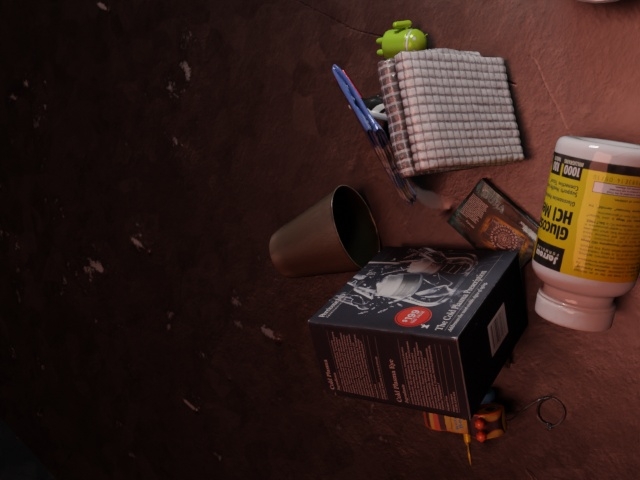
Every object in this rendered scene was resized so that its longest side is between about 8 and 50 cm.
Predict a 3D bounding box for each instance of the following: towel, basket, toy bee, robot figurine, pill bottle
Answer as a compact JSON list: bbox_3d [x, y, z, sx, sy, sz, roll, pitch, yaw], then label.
[{"bbox_3d":[0.115,-0.213,1.448,0.034,0.285,0.209,-30,55,6],"label":"towel"},{"bbox_3d":[0.251,-0.247,1.369,0.121,0.283,0.235,-16,85,54],"label":"towel"},{"bbox_3d":[0.000,0.000,1.655,0.226,0.154,0.205,-20,90,39],"label":"basket"},{"bbox_3d":[0.328,0.364,1.478,0.298,0.162,0.195,-33,77,34],"label":"toy bee"},{"bbox_3d":[0.178,-0.421,1.509,0.115,0.067,0.101,9,113,33],"label":"robot figurine"},{"bbox_3d":[0.496,-0.014,1.282,0.187,0.188,0.334,16,106,32],"label":"pill bottle"}]

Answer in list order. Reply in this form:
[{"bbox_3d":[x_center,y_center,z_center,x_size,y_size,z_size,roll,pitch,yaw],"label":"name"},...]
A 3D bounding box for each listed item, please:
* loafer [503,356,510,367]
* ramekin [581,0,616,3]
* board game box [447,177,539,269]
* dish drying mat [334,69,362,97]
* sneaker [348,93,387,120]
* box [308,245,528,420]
[{"bbox_3d":[0.330,0.261,1.521,0.170,0.062,0.061,-18,92,36],"label":"loafer"},{"bbox_3d":[0.512,-0.552,1.214,0.272,0.127,0.273,10,108,33],"label":"ramekin"},{"bbox_3d":[0.371,-0.025,1.465,0.186,0.026,0.126,46,120,20],"label":"board game box"},{"bbox_3d":[0.064,-0.356,1.634,0.032,0.008,0.083,-40,74,32],"label":"dish drying mat"},{"bbox_3d":[0.173,-0.319,1.530,0.216,0.079,0.121,18,105,22],"label":"sneaker"},{"bbox_3d":[0.204,0.164,1.400,0.312,0.343,0.179,1,115,34],"label":"box"}]
